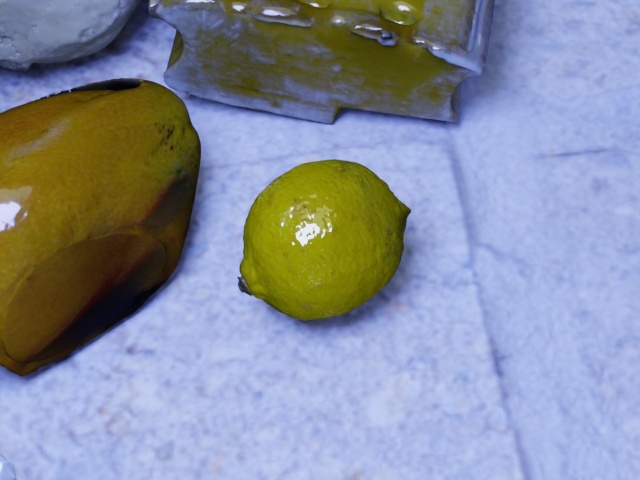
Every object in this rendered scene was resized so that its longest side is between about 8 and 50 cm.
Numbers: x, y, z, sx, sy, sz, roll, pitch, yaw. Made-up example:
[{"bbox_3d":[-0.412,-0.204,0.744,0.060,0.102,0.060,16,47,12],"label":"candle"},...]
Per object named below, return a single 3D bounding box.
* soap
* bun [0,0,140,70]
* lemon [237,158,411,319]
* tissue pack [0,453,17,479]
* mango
[{"bbox_3d":[0.016,-0.242,1.219,0.259,0.143,0.281,10,56,4],"label":"soap"},{"bbox_3d":[-0.227,-0.248,1.245,0.259,0.152,0.259,-7,53,10],"label":"bun"},{"bbox_3d":[0.000,0.000,1.072,0.133,0.109,0.109,-26,56,-11],"label":"lemon"},{"bbox_3d":[-0.322,0.172,0.961,0.229,0.145,0.159,-37,58,-19],"label":"tissue pack"},{"bbox_3d":[-0.193,-0.033,1.102,0.236,0.136,0.166,-31,54,-22],"label":"mango"}]
